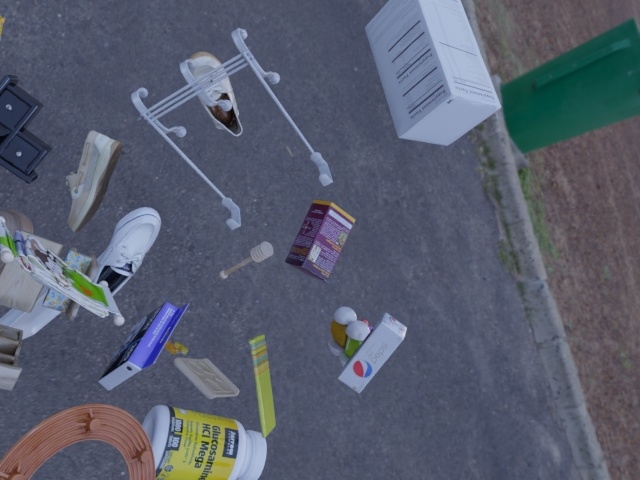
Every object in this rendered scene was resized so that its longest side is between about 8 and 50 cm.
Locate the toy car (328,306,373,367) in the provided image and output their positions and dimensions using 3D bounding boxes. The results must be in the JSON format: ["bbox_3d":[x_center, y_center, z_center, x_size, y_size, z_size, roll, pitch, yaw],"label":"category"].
[{"bbox_3d":[0.112,0.299,1.609,0.136,0.182,0.159,-2,115,-28],"label":"toy car"}]

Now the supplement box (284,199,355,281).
[{"bbox_3d":[0.000,0.000,1.380,0.104,0.080,0.188,33,77,-39],"label":"supplement box"}]

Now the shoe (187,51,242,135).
[{"bbox_3d":[-0.205,-0.290,1.053,0.058,0.076,0.219,56,-6,24],"label":"shoe"}]

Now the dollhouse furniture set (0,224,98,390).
[{"bbox_3d":[-0.543,0.108,0.917,0.212,0.161,0.242,26,92,-31],"label":"dollhouse furniture set"}]

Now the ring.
[{"bbox_3d":[-0.407,0.451,0.876,0.336,0.032,0.337,1,89,-57],"label":"ring"}]

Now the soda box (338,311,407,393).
[{"bbox_3d":[0.137,0.300,1.385,0.073,0.216,0.069,35,23,4],"label":"soda box"}]

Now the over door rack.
[{"bbox_3d":[-0.159,-0.203,0.992,0.324,0.239,0.108,55,19,-32],"label":"over door rack"}]

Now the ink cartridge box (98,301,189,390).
[{"bbox_3d":[-0.440,0.252,1.300,0.045,0.208,0.206,46,34,-20],"label":"ink cartridge box"}]

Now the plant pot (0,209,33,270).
[{"bbox_3d":[-0.799,0.015,1.207,0.110,0.237,0.238,49,40,-51],"label":"plant pot"}]

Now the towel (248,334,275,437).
[{"bbox_3d":[-0.148,0.359,1.305,0.102,0.021,0.238,14,67,-78],"label":"towel"}]

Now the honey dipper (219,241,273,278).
[{"bbox_3d":[-0.152,0.043,1.025,0.030,0.160,0.031,23,55,-37],"label":"honey dipper"}]

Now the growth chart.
[{"bbox_3d":[-0.400,0.049,0.801,0.021,0.172,0.237,-47,136,-6],"label":"growth chart"}]

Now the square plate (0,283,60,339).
[{"bbox_3d":[-0.864,0.200,1.627,0.049,0.344,0.347,49,-1,-2],"label":"square plate"}]

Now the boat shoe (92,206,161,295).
[{"bbox_3d":[-0.433,0.044,1.150,0.095,0.258,0.084,24,21,-42],"label":"boat shoe"}]

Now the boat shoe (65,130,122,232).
[{"bbox_3d":[-0.671,-0.167,1.495,0.098,0.303,0.109,26,17,-10],"label":"boat shoe"}]

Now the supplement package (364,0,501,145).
[{"bbox_3d":[0.196,-0.314,0.939,0.138,0.133,0.244,1,67,-36],"label":"supplement package"}]

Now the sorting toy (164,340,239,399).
[{"bbox_3d":[-0.464,0.492,1.970,0.307,0.041,0.229,38,1,20],"label":"sorting toy"}]

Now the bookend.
[{"bbox_3d":[-0.621,-0.229,1.083,0.157,0.072,0.156,40,92,-23],"label":"bookend"}]

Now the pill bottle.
[{"bbox_3d":[-0.330,0.585,1.464,0.333,0.188,0.188,21,58,-27],"label":"pill bottle"}]

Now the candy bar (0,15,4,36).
[{"bbox_3d":[-0.737,-0.447,1.168,0.040,0.161,0.018,1,64,-37],"label":"candy bar"}]
